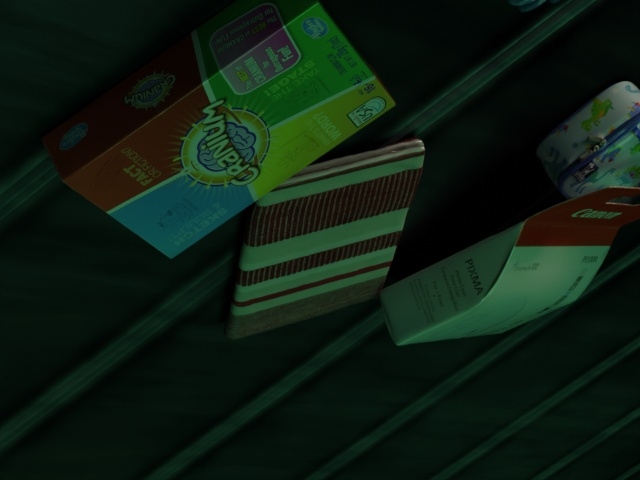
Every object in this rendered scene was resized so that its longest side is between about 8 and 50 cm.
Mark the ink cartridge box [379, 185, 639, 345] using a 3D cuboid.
[{"bbox_3d":[0.320,0.038,1.954,0.385,0.091,0.308,-26,164,33],"label":"ink cartridge box"}]

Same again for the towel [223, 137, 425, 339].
[{"bbox_3d":[0.000,0.000,1.810,0.237,0.037,0.329,-16,147,-23],"label":"towel"}]

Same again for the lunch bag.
[{"bbox_3d":[0.405,-0.119,1.930,0.176,0.090,0.219,-38,151,9],"label":"lunch bag"}]

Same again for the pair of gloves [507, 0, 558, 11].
[{"bbox_3d":[0.257,-0.330,1.535,0.159,0.023,0.198,-39,151,12],"label":"pair of gloves"}]

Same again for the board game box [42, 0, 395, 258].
[{"bbox_3d":[-0.100,-0.128,1.489,0.316,0.064,0.242,-34,151,8],"label":"board game box"}]
